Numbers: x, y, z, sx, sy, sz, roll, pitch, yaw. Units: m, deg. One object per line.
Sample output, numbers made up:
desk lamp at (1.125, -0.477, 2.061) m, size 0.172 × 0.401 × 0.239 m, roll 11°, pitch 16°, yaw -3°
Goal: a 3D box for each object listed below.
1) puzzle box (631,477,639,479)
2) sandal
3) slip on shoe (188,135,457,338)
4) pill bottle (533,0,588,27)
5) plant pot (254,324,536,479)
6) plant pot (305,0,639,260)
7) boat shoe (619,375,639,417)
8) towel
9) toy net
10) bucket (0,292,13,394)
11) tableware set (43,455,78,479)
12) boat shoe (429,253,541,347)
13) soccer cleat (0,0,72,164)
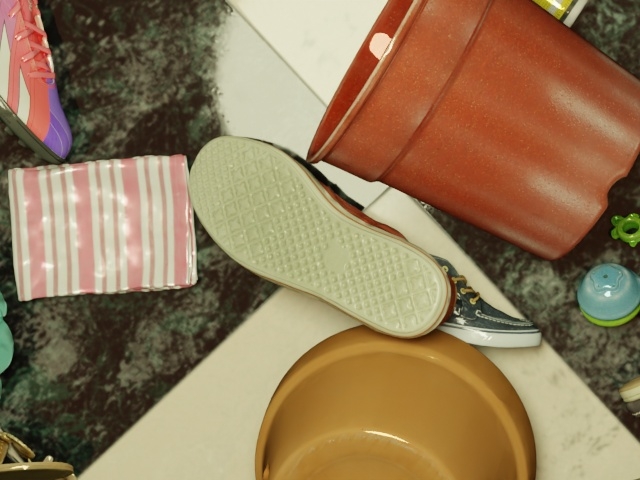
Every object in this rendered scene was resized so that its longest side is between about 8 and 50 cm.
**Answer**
puzzle box at (0.418, 0.430, 1.923) m, size 0.272 × 0.052 × 0.409 m, roll -15°, pitch 92°, yaw -5°
sandal at (-0.379, 0.222, 1.971) m, size 0.240 × 0.088 × 0.079 m, roll -11°, pitch 71°, yaw 14°
slip on shoe at (0.000, 0.000, 1.907) m, size 0.331 × 0.101 × 0.123 m, roll 31°, pitch 94°, yaw 24°
pill bottle at (0.214, -0.261, 1.915) m, size 0.116 × 0.065 × 0.065 m, roll 34°, pitch 94°, yaw 1°
plant pot at (0.062, 0.245, 1.853) m, size 0.291 × 0.203 × 0.291 m, roll 2°, pitch 103°, yaw 11°
plant pot at (0.167, -0.129, 1.842) m, size 0.265 × 0.272 × 0.272 m, roll 30°, pitch 94°, yaw -7°
boat shoe at (0.451, 0.148, 1.905) m, size 0.285 × 0.103 × 0.092 m, roll -13°, pitch 87°, yaw -2°
towel at (-0.231, -0.013, 1.974) m, size 0.197 × 0.029 × 0.144 m, roll -5°, pitch 92°, yaw 4°
toy net at (0.376, 0.057, 1.889) m, size 0.232 × 0.045 × 0.122 m, roll 24°, pitch 65°, yaw 31°
bucket at (-0.471, 0.100, 1.885) m, size 0.281 × 0.183 × 0.281 m, roll -3°, pitch 77°, yaw 11°
tableware set at (-0.277, 0.319, 1.999) m, size 0.168 × 0.020 × 0.141 m, roll 38°, pitch 95°, yaw 1°
boat shoe at (0.142, 0.061, 1.936) m, size 0.183 × 0.065 × 0.083 m, roll 9°, pitch 92°, yaw 4°
soccer cleat at (-0.333, -0.227, 1.935) m, size 0.116 × 0.108 × 0.318 m, roll -33°, pitch 88°, yaw 1°
